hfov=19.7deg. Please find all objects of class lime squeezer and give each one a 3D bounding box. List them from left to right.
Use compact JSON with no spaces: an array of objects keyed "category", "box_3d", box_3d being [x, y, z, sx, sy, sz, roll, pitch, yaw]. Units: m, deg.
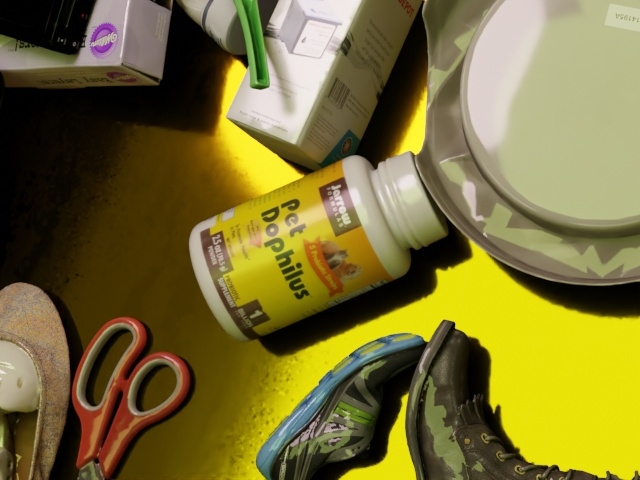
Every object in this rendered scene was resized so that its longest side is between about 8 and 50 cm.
[{"category":"lime squeezer","box_3d":[-0.060,-0.278,1.605,0.058,0.110,0.310,8,82,-8]}]

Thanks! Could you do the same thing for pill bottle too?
[{"category":"pill bottle","box_3d":[0.000,0.000,1.639,0.215,0.117,0.117,-24,74,10]}]

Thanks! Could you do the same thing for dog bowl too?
[{"category":"dog bowl","box_3d":[0.250,-0.126,1.601,0.348,0.102,0.349,-3,79,15]}]

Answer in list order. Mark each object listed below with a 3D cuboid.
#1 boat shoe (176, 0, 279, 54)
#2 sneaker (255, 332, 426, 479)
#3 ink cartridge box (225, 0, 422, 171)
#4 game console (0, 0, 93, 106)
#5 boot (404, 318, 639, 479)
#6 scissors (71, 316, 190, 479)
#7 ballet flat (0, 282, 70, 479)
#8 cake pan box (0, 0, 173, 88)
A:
[{"category":"boat shoe","box_3d":[-0.020,-0.359,1.717,0.156,0.136,0.367,42,102,22]},{"category":"sneaker","box_3d":[0.026,0.154,1.640,0.078,0.067,0.188,44,92,-3]},{"category":"ink cartridge box","box_3d":[0.008,-0.166,1.657,0.082,0.139,0.191,21,86,20]},{"category":"game console","box_3d":[-0.323,-0.152,1.711,0.213,0.044,0.361,19,94,36]},{"category":"boot","box_3d":[0.186,0.205,1.575,0.229,0.091,0.263,3,85,11]},{"category":"scissors","box_3d":[-0.220,0.217,1.715,0.109,0.021,0.297,27,89,16]},{"category":"ballet flat","box_3d":[-0.295,0.189,1.693,0.107,0.106,0.316,-2,79,15]},{"category":"cake pan box","box_3d":[-0.241,-0.269,1.748,0.266,0.070,0.246,3,82,36]}]
